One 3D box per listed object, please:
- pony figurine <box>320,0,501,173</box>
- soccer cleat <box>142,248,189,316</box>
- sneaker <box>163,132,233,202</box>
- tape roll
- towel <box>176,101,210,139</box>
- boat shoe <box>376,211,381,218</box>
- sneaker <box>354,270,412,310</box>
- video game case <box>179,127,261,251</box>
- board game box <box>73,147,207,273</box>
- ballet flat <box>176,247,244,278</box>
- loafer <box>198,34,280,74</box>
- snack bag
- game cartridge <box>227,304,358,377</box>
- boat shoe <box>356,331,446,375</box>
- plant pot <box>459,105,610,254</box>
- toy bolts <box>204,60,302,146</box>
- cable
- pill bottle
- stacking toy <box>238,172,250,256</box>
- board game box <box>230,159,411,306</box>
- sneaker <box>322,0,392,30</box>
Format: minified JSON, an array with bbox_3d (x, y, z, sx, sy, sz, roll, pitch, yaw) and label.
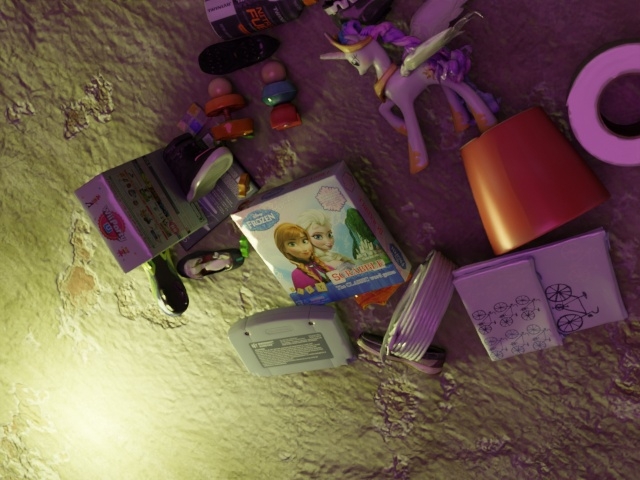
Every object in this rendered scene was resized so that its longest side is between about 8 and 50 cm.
[{"bbox_3d":[0.224,-0.369,1.744,0.351,0.303,0.363,-29,113,25],"label":"pony figurine"},{"bbox_3d":[-0.430,0.065,2.145,0.121,0.093,0.289,-22,90,64],"label":"soccer cleat"},{"bbox_3d":[-0.300,-0.195,1.932,0.147,0.104,0.296,56,156,1],"label":"sneaker"},{"bbox_3d":[0.633,-0.286,1.679,0.246,0.169,0.246,5,107,16],"label":"tape roll"},{"bbox_3d":[-0.317,-0.299,2.047,0.060,0.009,0.083,44,113,0],"label":"towel"},{"bbox_3d":[0.055,-0.061,1.967,0.183,0.083,0.065,22,113,11],"label":"boat shoe"},{"bbox_3d":[0.160,0.118,1.998,0.175,0.064,0.067,-30,94,38],"label":"sneaker"},{"bbox_3d":[-0.310,-0.125,2.089,0.274,0.026,0.196,-38,93,24],"label":"video game case"},{"bbox_3d":[-0.417,-0.078,1.957,0.097,0.303,0.224,-28,96,22],"label":"board game box"},{"bbox_3d":[-0.295,0.062,2.116,0.203,0.074,0.074,-11,102,20],"label":"ballet flat"},{"bbox_3d":[-0.194,-0.437,1.935,0.223,0.078,0.076,-5,101,36],"label":"loafer"},{"bbox_3d":[0.501,0.132,1.829,0.342,0.037,0.323,-18,131,16],"label":"snack bag"},{"bbox_3d":[-0.074,0.253,2.077,0.297,0.062,0.198,-11,123,19],"label":"game cartridge"},{"bbox_3d":[0.203,0.262,2.025,0.223,0.080,0.073,20,105,5],"label":"boat shoe"},{"bbox_3d":[0.438,-0.135,1.746,0.275,0.275,0.243,-29,86,22],"label":"plant pot"},{"bbox_3d":[-0.166,-0.327,1.905,0.228,0.218,0.158,-15,92,2],"label":"toy bolts"},{"bbox_3d":[0.235,0.150,1.883,0.089,0.257,0.257,27,111,2],"label":"cable"},{"bbox_3d":[-0.128,-0.547,1.851,0.245,0.130,0.130,-12,102,20],"label":"pill bottle"},{"bbox_3d":[-0.116,-0.056,2.030,0.167,0.052,0.221,5,117,10],"label":"stacking toy"},{"bbox_3d":[0.000,0.000,1.928,0.318,0.066,0.318,-19,117,34],"label":"board game box"},{"bbox_3d":[0.128,-0.530,1.812,0.234,0.078,0.106,-24,113,14],"label":"sneaker"}]
